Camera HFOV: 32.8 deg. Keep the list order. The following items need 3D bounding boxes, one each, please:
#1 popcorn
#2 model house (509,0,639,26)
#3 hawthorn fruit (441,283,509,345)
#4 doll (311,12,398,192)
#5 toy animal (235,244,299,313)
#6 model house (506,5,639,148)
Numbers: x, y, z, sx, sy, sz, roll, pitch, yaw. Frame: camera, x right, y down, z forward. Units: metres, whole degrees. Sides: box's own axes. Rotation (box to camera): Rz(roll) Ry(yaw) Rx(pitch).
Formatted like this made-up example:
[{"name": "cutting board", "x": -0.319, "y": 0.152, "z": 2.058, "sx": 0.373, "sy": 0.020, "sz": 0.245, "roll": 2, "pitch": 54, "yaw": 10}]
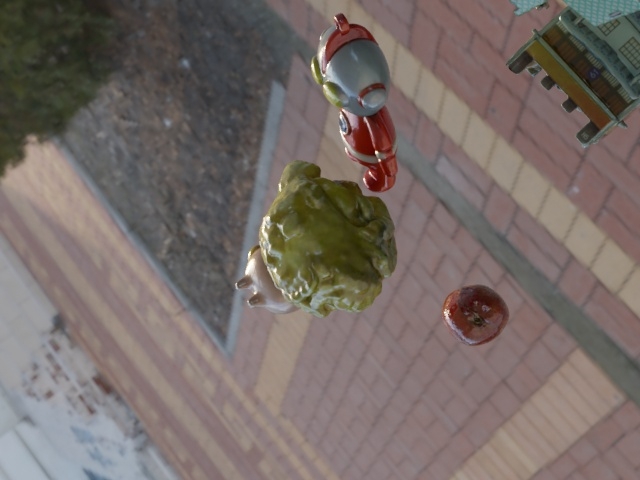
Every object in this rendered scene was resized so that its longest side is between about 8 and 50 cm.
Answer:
[{"name": "popcorn", "x": 0.000, "y": 0.000, "z": 1.678, "sx": 0.192, "sy": 0.233, "sz": 0.266, "roll": -46, "pitch": 50, "yaw": 40}, {"name": "model house", "x": 0.338, "y": -0.364, "z": 1.335, "sx": 0.178, "sy": 0.271, "sz": 0.206, "roll": 34, "pitch": -153, "yaw": -26}, {"name": "hawthorn fruit", "x": 0.282, "y": 0.135, "z": 1.966, "sx": 0.128, "sy": 0.128, "sz": 0.128, "roll": 45, "pitch": 158, "yaw": 24}, {"name": "doll", "x": 0.055, "y": -0.212, "z": 1.637, "sx": 0.336, "sy": 0.105, "sz": 0.199, "roll": 75, "pitch": 170, "yaw": -54}, {"name": "toy animal", "x": -0.039, "y": 0.048, "z": 2.003, "sx": 0.165, "sy": 0.248, "sz": 0.149, "roll": 57, "pitch": 162, "yaw": 9}, {"name": "model house", "x": 0.440, "y": -0.278, "z": 1.681, "sx": 0.224, "sy": 0.215, "sz": 0.198, "roll": 49, "pitch": -159, "yaw": 8}]
